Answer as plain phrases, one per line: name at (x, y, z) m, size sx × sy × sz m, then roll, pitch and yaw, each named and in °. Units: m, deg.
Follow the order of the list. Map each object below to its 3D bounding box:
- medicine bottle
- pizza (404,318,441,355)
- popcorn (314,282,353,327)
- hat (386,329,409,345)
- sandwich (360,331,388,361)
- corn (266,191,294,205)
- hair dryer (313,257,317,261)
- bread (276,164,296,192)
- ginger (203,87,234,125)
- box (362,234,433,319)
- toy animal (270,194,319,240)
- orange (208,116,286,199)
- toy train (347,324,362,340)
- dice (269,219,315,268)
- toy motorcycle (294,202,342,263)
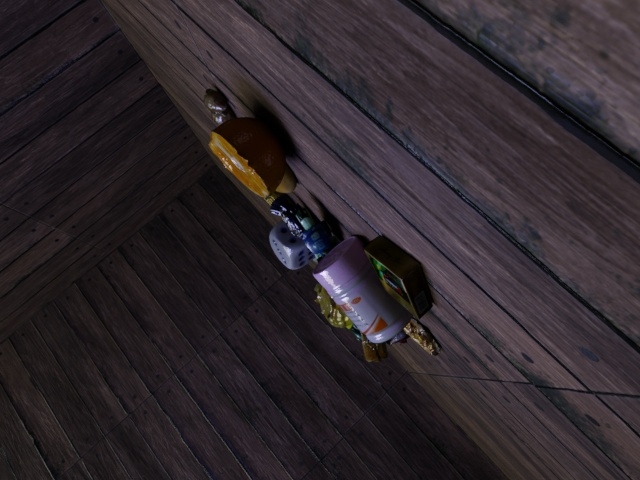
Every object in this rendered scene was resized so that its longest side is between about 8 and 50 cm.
medicine bottle at (0.144, 0.163, 1.356) m, size 0.316 × 0.202 × 0.202 m, roll 50°, pitch 172°, yaw -8°
pizza at (0.384, 0.366, 1.555) m, size 0.182 × 0.062 × 0.161 m, roll 47°, pitch 167°, yaw 23°
popcorn at (0.077, 0.224, 1.573) m, size 0.266 × 0.192 × 0.233 m, roll 3°, pitch 116°, yaw 41°
hat at (0.315, 0.349, 1.784) m, size 0.227 × 0.128 × 0.140 m, roll 65°, pitch -159°, yaw 5°
sandwich at (0.225, 0.383, 1.818) m, size 0.254 × 0.099 × 0.288 m, roll 65°, pitch -164°, yaw -51°
corn at (-0.216, -0.202, 1.943) m, size 0.091 × 0.091 × 0.260 m, roll -4°, pitch -142°, yaw -45°
hair dryer at (-0.047, -0.003, 2.144) m, size 0.225 × 0.088 × 0.219 m, roll 62°, pitch 168°, yaw 13°
bread at (-0.182, -0.255, 1.499) m, size 0.217 × 0.098 × 0.147 m, roll 40°, pitch 165°, yaw 41°
ginger at (-0.365, -0.467, 1.514) m, size 0.104 × 0.080 × 0.204 m, roll 38°, pitch 167°, yaw 25°
box at (0.221, 0.105, 1.137) m, size 0.159 × 0.071 × 0.240 m, roll 45°, pitch 171°, yaw 42°
toy animal at (-0.082, -0.073, 1.742) m, size 0.298 × 0.122 × 0.185 m, roll 45°, pitch 179°, yaw -31°
orange at (-0.228, -0.247, 1.246) m, size 0.274 × 0.274 × 0.310 m, roll 49°, pitch 138°, yaw -2°
toy train at (0.183, 0.393, 2.115) m, size 0.272 × 0.179 × 0.442 m, roll 34°, pitch 176°, yaw 12°
dice at (-0.119, 0.007, 1.936) m, size 0.192 × 0.194 × 0.193 m, roll 46°, pitch 154°, yaw 23°
toy motorcycle at (0.000, 0.000, 1.512) m, size 0.196 × 0.125 × 0.331 m, roll 62°, pitch -175°, yaw 37°
